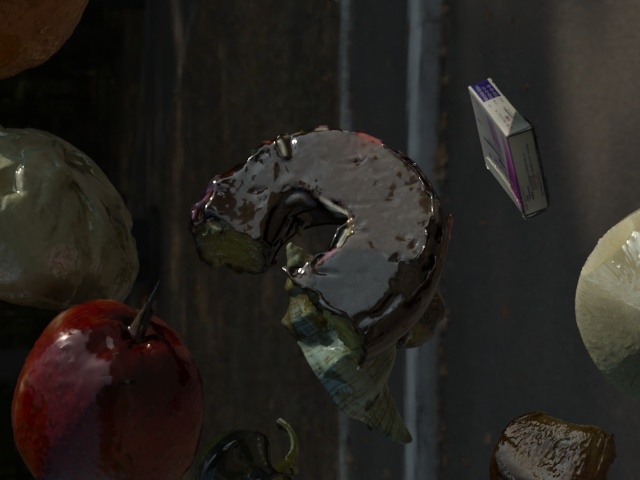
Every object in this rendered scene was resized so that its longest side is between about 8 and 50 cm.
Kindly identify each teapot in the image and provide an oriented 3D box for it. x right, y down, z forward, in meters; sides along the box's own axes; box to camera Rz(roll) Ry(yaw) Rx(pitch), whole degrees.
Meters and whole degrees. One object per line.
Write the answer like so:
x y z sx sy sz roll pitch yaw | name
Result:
-0.095 0.325 1.666 0.119 0.165 0.130 38 157 32 | teapot

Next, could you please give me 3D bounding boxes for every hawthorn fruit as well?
-0.244 0.178 1.457 0.300 0.254 0.254 -64 18 15 | hawthorn fruit

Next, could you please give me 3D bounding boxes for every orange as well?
-0.497 -0.389 1.687 0.293 0.340 0.341 103 164 -66 | orange

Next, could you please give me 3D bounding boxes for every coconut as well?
0.415 0.069 1.329 0.266 0.237 0.237 -26 -57 -61 | coconut

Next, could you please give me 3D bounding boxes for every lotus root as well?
0.138 0.147 2.412 0.278 0.154 0.154 -8 81 54 | lotus root

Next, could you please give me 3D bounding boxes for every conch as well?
0.055 0.167 1.898 0.169 0.386 0.203 -40 1 38 | conch

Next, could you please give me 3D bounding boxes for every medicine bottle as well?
0.318 -0.157 1.975 0.201 0.052 0.171 -114 4 -55 | medicine bottle

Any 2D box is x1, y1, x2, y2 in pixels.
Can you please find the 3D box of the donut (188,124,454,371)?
0.018 -0.014 1.519 0.259 0.345 0.136 -48 -29 -21 | donut

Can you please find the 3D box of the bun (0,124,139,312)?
-0.408 -0.041 1.663 0.219 0.365 0.365 -59 15 5 | bun

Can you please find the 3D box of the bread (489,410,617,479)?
0.249 0.246 1.282 0.044 0.129 0.126 46 -115 -47 | bread
